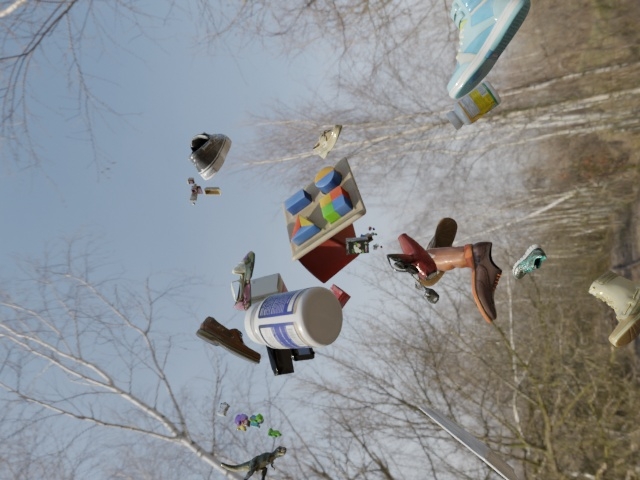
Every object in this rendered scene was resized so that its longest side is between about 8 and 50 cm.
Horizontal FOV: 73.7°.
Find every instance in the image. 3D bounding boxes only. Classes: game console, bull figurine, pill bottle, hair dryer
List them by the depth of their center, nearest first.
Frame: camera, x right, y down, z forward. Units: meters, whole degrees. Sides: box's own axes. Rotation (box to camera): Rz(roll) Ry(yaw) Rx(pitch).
[{"bbox_3d":[-0.081,0.214,1.154,0.153,0.265,0.153,14,-111,-42],"label":"pill bottle"},{"bbox_3d":[0.313,0.060,1.440,0.223,0.080,0.293,43,-159,-18],"label":"hair dryer"},{"bbox_3d":[-0.112,0.405,1.663,0.361,0.044,0.213,29,-134,-65],"label":"game console"},{"bbox_3d":[0.494,0.076,1.746,0.188,0.310,0.101,22,-106,-44],"label":"bull figurine"},{"bbox_3d":[0.648,-0.569,1.823,0.117,0.208,0.117,43,-155,-26],"label":"pill bottle"}]

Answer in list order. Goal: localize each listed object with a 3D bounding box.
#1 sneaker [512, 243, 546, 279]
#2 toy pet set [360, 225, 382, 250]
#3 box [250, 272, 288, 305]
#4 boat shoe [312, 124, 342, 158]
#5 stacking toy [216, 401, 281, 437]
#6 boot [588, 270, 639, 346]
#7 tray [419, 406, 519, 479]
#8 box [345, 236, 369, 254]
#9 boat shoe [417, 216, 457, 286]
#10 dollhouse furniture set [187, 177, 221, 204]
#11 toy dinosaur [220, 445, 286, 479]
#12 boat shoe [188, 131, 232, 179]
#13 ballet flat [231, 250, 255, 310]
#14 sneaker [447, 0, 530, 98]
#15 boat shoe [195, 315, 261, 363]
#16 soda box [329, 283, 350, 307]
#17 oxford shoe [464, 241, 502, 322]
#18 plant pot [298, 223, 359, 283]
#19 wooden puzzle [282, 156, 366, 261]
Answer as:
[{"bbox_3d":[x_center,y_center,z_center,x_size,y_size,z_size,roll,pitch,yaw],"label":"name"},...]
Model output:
[{"bbox_3d":[0.827,0.096,1.690,0.076,0.065,0.166,-105,31,-54],"label":"sneaker"},{"bbox_3d":[0.242,-0.007,2.156,0.065,0.114,0.122,-31,-69,-14],"label":"toy pet set"},{"bbox_3d":[-0.223,0.289,2.001,0.127,0.149,0.232,-92,-16,-53],"label":"box"},{"bbox_3d":[0.034,-0.558,2.373,0.098,0.302,0.109,29,-111,-9],"label":"boat shoe"},{"bbox_3d":[-0.276,0.700,1.665,0.167,0.221,0.052,58,-140,-40],"label":"stacking toy"},{"bbox_3d":[1.083,0.244,1.572,0.262,0.203,0.095,-51,-52,-3],"label":"boot"},{"bbox_3d":[0.362,0.491,1.044,0.145,0.270,0.030,43,-100,-14],"label":"tray"},{"bbox_3d":[0.138,0.019,1.598,0.062,0.083,0.052,-81,-14,-76],"label":"box"},{"bbox_3d":[0.556,0.053,2.021,0.123,0.123,0.342,-16,-57,-72],"label":"boat shoe"},{"bbox_3d":[-0.437,-0.179,1.601,0.091,0.114,0.081,90,180,-54],"label":"dollhouse furniture set"},{"bbox_3d":[-0.239,0.852,1.586,0.064,0.268,0.118,67,-173,-47],"label":"toy dinosaur"},{"bbox_3d":[-0.357,-0.292,1.343,0.102,0.108,0.301,47,-162,-27],"label":"boat shoe"},{"bbox_3d":[-0.283,0.143,1.547,0.079,0.077,0.221,7,-101,-23],"label":"ballet flat"},{"bbox_3d":[0.446,-0.612,1.294,0.127,0.208,0.319,-16,-34,-54],"label":"sneaker"},{"bbox_3d":[-0.380,0.424,1.836,0.104,0.307,0.111,-62,-4,-27],"label":"boat shoe"},{"bbox_3d":[0.037,0.361,2.195,0.263,0.083,0.092,-54,-42,-4],"label":"soda box"},{"bbox_3d":[0.554,0.136,1.416,0.097,0.098,0.271,-4,-100,-62],"label":"oxford shoe"},{"bbox_3d":[0.000,0.000,2.086,0.236,0.267,0.267,30,-148,-32],"label":"plant pot"},{"bbox_3d":[-0.013,-0.132,1.555,0.080,0.322,0.348,39,-153,-37],"label":"wooden puzzle"}]
